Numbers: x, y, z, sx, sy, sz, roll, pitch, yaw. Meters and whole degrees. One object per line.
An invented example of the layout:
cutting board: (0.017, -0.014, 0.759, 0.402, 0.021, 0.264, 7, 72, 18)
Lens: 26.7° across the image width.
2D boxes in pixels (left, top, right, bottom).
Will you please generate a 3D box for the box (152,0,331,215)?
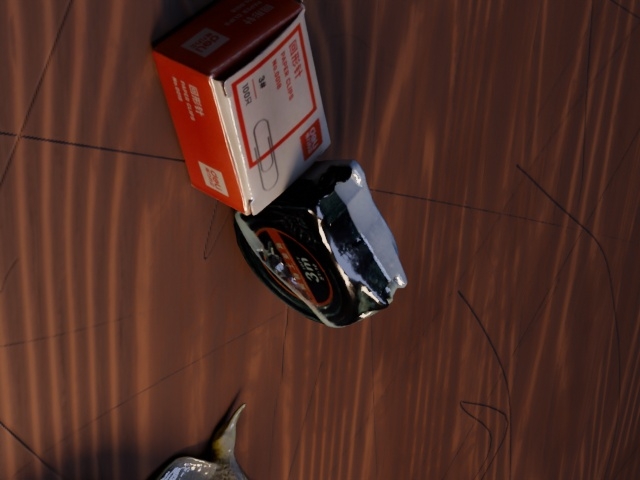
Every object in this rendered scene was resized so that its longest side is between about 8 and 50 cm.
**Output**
box: (-0.069, -0.136, 1.300, 0.133, 0.099, 0.182, -42, 141, -29)

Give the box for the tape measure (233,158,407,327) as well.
tape measure: (-0.003, 0.000, 1.410, 0.107, 0.181, 0.182, -45, 125, -26)

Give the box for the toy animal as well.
toy animal: (-0.098, 0.272, 1.551, 0.219, 0.095, 0.155, 21, 100, -56)
